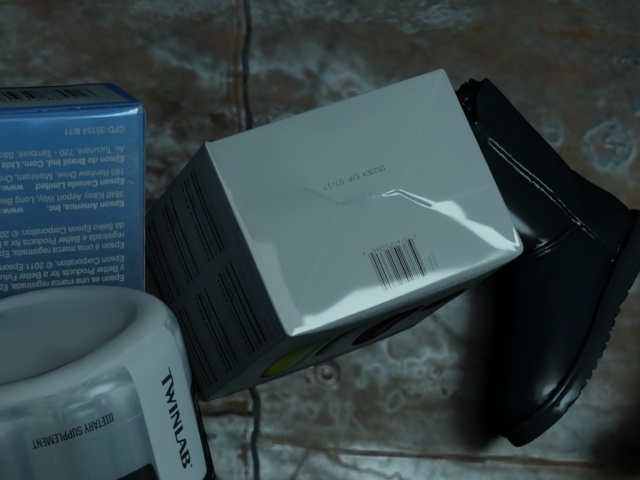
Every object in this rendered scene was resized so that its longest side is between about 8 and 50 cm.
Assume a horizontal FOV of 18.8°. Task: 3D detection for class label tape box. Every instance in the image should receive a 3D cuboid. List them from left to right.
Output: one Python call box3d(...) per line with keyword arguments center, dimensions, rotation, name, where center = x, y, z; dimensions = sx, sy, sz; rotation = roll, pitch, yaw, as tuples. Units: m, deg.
box3d(center=(-0.246, 0.066, 1.319), dimensions=(0.241, 0.106, 0.333), rotation=(-4, 105, -21), name="label tape box")

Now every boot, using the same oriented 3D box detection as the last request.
box3d(center=(0.134, 0.012, 1.500), dimensions=(0.207, 0.094, 0.246), rotation=(38, 57, -9), name="boot")

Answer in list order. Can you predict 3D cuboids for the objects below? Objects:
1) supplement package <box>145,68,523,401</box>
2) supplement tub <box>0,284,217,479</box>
box3d(center=(0.000, 0.000, 1.397), dimensions=(0.194, 0.203, 0.149), rotation=(-19, 80, -24), name="supplement package")
box3d(center=(-0.152, 0.203, 1.228), dimensions=(0.194, 0.193, 0.316), rotation=(-22, 111, -25), name="supplement tub")
